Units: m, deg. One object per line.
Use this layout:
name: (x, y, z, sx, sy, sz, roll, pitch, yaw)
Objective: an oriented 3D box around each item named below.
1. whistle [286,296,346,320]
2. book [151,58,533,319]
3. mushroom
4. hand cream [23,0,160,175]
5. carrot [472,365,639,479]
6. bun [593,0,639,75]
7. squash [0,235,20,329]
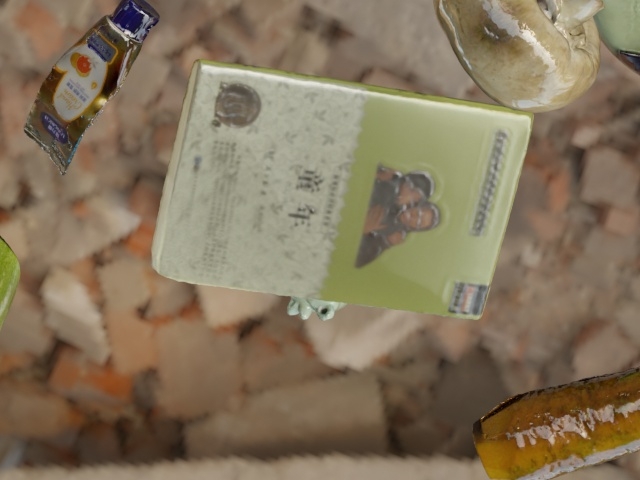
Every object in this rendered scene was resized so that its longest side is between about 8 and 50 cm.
whistle: (0.000, 0.000, 2.396, 0.110, 0.244, 0.092, -22, 135, 21)
book: (0.020, -0.048, 2.010, 0.352, 0.035, 0.239, 8, 114, -11)
mushroom: (0.171, -0.187, 1.658, 0.127, 0.166, 0.166, -29, 132, 19)
hand cream: (-0.192, -0.133, 1.663, 0.062, 0.163, 0.039, 44, -159, 17)
carrot: (0.240, 0.121, 1.462, 0.260, 0.070, 0.070, -17, 141, 18)
bun: (0.427, -0.298, 2.122, 0.293, 0.187, 0.293, 7, 137, 7)
squash: (-0.263, 0.063, 1.382, 0.105, 0.132, 0.105, -2, 132, -2)
